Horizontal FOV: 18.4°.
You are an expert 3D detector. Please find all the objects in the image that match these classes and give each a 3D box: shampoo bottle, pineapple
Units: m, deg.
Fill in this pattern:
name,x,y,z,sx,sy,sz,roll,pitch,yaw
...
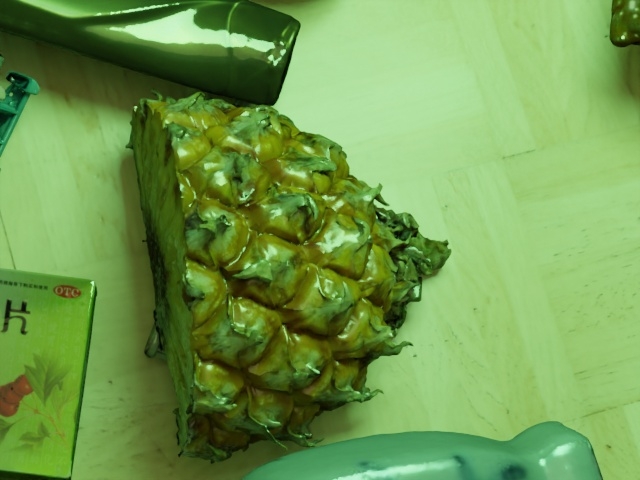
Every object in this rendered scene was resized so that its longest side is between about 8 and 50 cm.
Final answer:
name,x,y,z,sx,sy,sz,roll,pitch,yaw
shampoo bottle,-0.194,-0.208,1.766,0.350,0.084,0.126,16,34,-4
pineapple,0.003,0.000,1.675,0.286,0.209,0.344,-6,78,-17

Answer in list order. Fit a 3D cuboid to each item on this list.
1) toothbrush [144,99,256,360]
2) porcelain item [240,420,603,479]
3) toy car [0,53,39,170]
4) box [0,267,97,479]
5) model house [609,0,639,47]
name,x,y,z,sx,sy,sz,roll,pitch,yaw
toothbrush,-0.095,-0.034,1.780,0.029,0.025,0.307,22,73,-11
porcelain item,0.042,0.284,1.634,0.405,0.178,0.243,-15,78,-13
toy car,-0.341,-0.129,1.747,0.161,0.098,0.126,29,95,29
box,-0.330,0.107,1.685,0.260,0.062,0.175,7,74,-6
model house,0.383,-0.249,1.819,0.229,0.219,0.200,13,85,-15
